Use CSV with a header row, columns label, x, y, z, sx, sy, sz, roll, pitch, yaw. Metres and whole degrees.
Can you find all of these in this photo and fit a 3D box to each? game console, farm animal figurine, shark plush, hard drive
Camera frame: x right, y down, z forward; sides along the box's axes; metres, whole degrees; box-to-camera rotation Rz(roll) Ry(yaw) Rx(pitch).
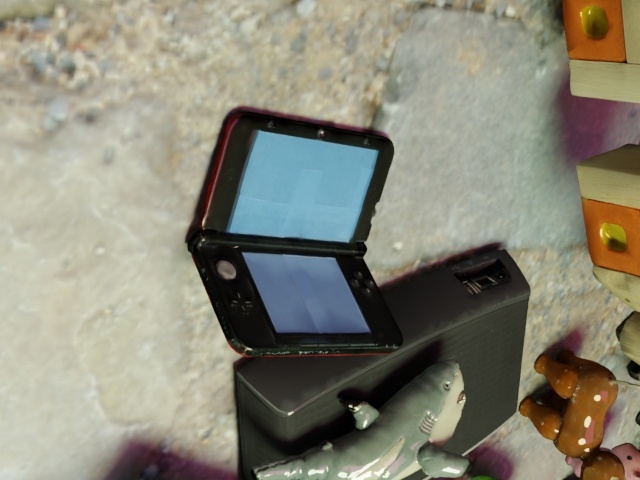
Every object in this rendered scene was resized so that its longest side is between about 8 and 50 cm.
label,x,y,z,sx,sy,sz,roll,pitch,yaw
game console,0.000,0.000,0.662,0.144,0.124,0.085,4,139,-42
farm animal figurine,0.366,0.161,1.015,0.330,0.172,0.327,33,92,-47
shark plush,0.027,0.133,0.732,0.161,0.073,0.067,-12,105,-10
hard drive,0.057,0.120,0.805,0.255,0.054,0.172,-22,128,-30

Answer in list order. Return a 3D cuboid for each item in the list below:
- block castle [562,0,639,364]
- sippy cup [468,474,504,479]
label,x,y,z,sx,sy,sz,roll,pitch,yaw
block castle,0.358,-0.110,0.736,0.303,0.213,0.453,-23,113,-28
sippy cup,0.125,0.380,0.921,0.305,0.240,0.224,-41,147,-1
